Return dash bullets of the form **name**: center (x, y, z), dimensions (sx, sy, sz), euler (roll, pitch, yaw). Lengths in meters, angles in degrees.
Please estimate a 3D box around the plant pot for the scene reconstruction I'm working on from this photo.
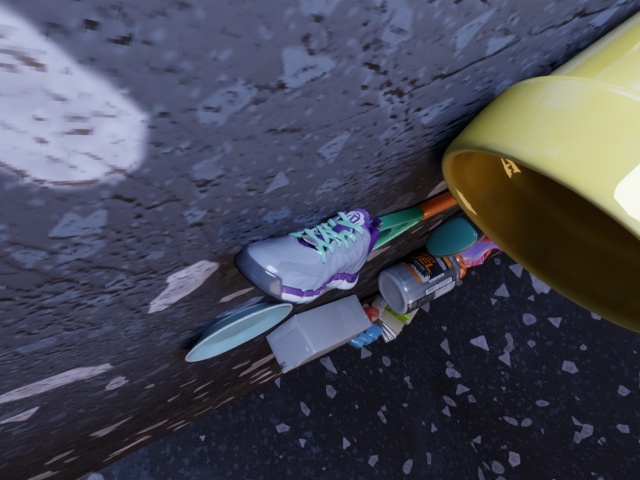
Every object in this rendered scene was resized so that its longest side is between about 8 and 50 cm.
- **plant pot**: center (0.288, -0.082, 0.366), dimensions (0.239, 0.254, 0.254), euler (-46, 162, 1)

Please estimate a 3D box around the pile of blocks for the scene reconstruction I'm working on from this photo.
- **pile of blocks**: center (0.174, 0.243, 1.230), dimensions (0.363, 0.148, 0.112), euler (-22, 162, -23)

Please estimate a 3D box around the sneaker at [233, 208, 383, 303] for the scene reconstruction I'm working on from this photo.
- **sneaker**: center (0.000, 0.000, 0.417), dimensions (0.098, 0.083, 0.224), euler (-56, 161, 13)

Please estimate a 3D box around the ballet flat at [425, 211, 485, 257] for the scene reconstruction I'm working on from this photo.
- **ballet flat**: center (0.305, -0.036, 0.785), dimensions (0.213, 0.072, 0.068), euler (-41, 164, 31)

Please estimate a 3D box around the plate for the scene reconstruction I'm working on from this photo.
- **plate**: center (-0.134, 0.144, 0.657), dimensions (0.188, 0.024, 0.188), euler (-26, 163, -9)

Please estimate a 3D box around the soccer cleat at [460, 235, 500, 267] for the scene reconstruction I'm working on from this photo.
- **soccer cleat**: center (0.415, 0.050, 1.162), dimensions (0.083, 0.095, 0.248), euler (-11, 154, -47)

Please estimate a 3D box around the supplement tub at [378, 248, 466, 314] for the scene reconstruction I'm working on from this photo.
- **supplement tub**: center (0.243, 0.087, 0.952), dimensions (0.191, 0.116, 0.117), euler (-24, 162, -21)

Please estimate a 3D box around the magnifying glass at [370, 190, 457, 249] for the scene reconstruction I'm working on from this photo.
- **magnifying glass**: center (0.125, -0.029, 0.588), dimensions (0.231, 0.026, 0.092), euler (-27, 163, -11)

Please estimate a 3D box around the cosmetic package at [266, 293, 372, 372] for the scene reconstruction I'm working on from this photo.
- **cosmetic package**: center (0.002, 0.220, 0.972), dimensions (0.127, 0.107, 0.238), euler (-41, 157, 33)
